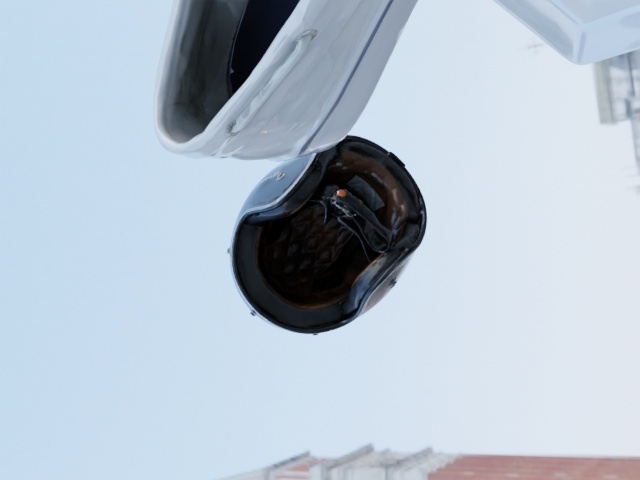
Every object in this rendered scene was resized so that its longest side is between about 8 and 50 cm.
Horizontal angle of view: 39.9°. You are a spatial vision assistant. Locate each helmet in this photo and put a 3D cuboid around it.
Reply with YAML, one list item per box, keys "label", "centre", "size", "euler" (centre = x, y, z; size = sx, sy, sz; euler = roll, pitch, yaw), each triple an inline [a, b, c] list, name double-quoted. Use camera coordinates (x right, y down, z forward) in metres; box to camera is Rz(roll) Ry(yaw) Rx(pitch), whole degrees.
- label: "helmet"
  centre: [0.000, 0.000, 0.795]
  size: [0.169, 0.161, 0.169]
  euler: [22, -133, -26]

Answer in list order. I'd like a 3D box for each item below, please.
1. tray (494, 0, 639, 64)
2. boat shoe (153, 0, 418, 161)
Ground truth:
- label: "tray"
  centre: [0.152, -0.233, 0.677]
  size: [0.270, 0.145, 0.030]
  euler: [33, -102, -18]
- label: "boat shoe"
  centre: [0.004, -0.133, 0.309]
  size: [0.084, 0.095, 0.258]
  euler: [-17, -43, -45]
